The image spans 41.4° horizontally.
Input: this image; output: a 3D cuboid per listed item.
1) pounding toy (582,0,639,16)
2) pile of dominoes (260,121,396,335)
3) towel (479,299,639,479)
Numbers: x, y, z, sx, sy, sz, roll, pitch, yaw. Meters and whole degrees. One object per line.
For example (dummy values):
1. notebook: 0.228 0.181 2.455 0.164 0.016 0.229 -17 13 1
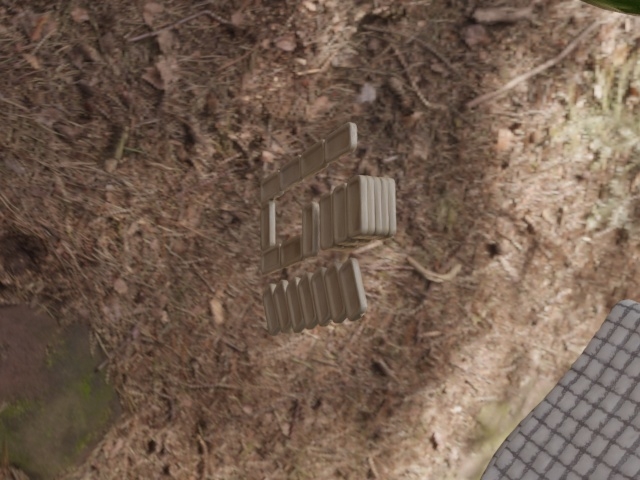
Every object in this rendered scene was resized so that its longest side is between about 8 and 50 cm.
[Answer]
1. pounding toy: 0.185 -0.206 0.358 0.110 0.237 0.182 33 54 -62
2. pile of dominoes: 0.000 0.000 0.902 0.040 0.251 0.195 5 77 -25
3. towel: 0.243 0.200 0.618 0.121 0.235 0.283 43 81 -27
